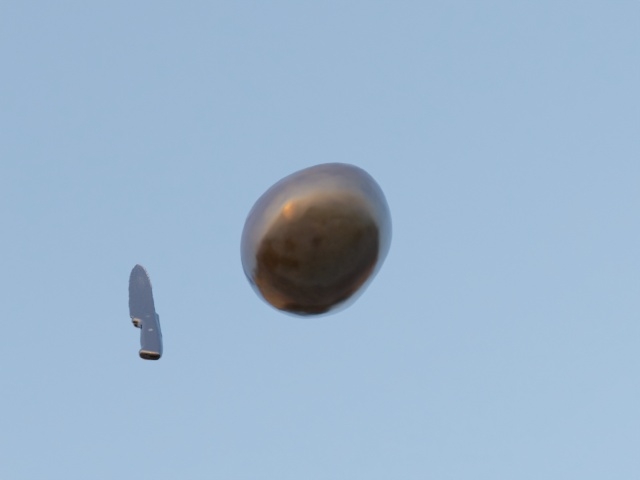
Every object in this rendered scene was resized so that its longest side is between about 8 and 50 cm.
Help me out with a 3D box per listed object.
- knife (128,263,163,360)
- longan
[{"bbox_3d":[-0.138,0.053,1.088,0.023,0.170,0.010,-7,-66,-8],"label":"knife"},{"bbox_3d":[0.000,0.000,0.918,0.113,0.092,0.113,-29,-43,-32],"label":"longan"}]
